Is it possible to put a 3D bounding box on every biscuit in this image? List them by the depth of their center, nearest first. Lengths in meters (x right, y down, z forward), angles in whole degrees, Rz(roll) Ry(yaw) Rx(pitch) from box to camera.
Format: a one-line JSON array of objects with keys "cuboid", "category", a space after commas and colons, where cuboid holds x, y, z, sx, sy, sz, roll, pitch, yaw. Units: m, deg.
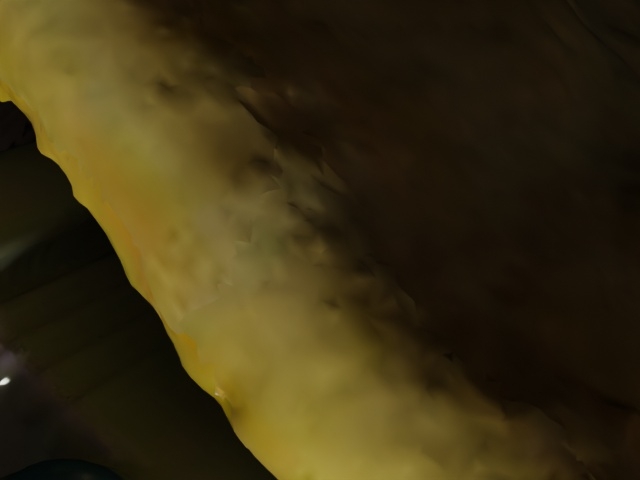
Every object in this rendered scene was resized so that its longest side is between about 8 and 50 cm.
[{"cuboid": [0.101, 0.000, 0.526, 0.104, 0.446, 0.429, -45, 160, 26], "category": "biscuit"}]

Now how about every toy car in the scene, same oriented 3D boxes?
[{"cuboid": [-0.106, 0.159, 0.516, 0.336, 0.226, 0.242, -52, 172, 23], "category": "toy car"}]
